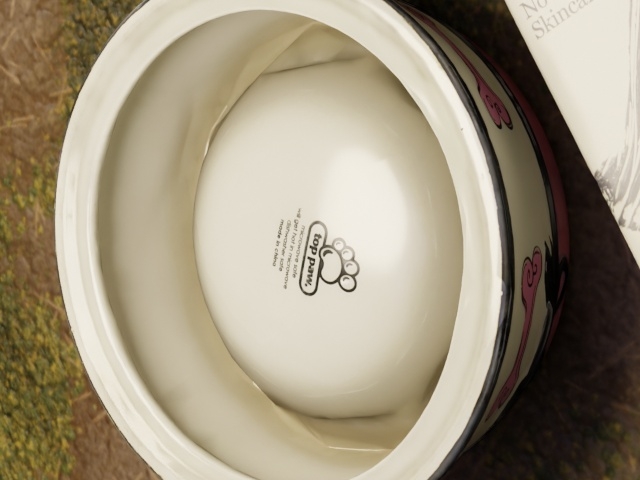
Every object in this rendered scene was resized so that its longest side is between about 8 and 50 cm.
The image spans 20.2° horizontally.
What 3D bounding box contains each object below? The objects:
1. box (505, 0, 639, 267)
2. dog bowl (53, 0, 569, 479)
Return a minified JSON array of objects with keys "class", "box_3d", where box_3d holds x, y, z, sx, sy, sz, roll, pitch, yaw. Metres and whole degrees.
[{"class":"box","box_3d":[0.227,-0.082,1.142,0.113,0.094,0.275,-36,74,37]},{"class":"dog bowl","box_3d":[0.000,0.000,1.299,0.408,0.150,0.408,5,98,37]}]
